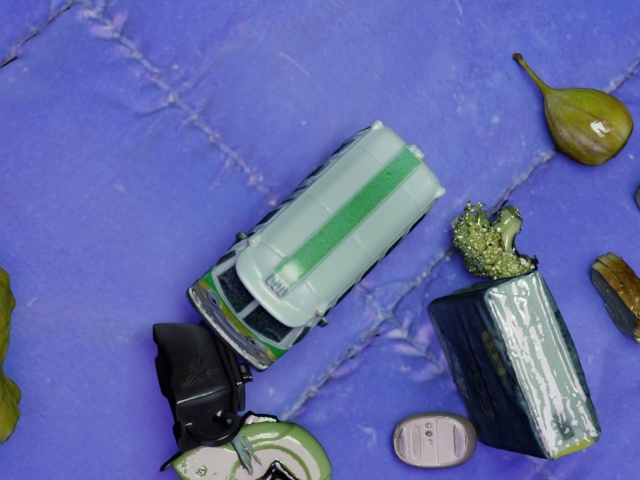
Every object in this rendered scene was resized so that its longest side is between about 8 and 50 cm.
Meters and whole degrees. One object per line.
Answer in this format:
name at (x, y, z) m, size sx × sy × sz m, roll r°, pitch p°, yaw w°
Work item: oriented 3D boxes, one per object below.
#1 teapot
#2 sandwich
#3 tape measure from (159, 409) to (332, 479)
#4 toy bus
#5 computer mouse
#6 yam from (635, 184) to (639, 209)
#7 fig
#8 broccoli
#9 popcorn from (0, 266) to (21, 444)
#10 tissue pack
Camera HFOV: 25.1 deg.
teapot at (-0.123, 0.152, 1.569) m, size 0.096 × 0.087 × 0.177 m, roll -11°, pitch 45°, yaw -13°
sandwich at (0.352, 0.067, 1.667) m, size 0.036 × 0.093 × 0.105 m, roll -30°, pitch 58°, yaw -7°
tape measure at (-0.062, 0.270, 1.593) m, size 0.154 × 0.087 × 0.177 m, roll -40°, pitch 95°, yaw -8°
toy bus at (0.000, 0.000, 1.557) m, size 0.133 × 0.165 × 0.276 m, roll 46°, pitch 66°, yaw -1°
computer mouse at (0.131, 0.228, 1.645) m, size 0.096 × 0.039 × 0.066 m, roll -3°, pitch 87°, yaw 7°
yam at (0.436, -0.072, 1.681) m, size 0.127 × 0.084 × 0.084 m, roll -38°, pitch 92°, yaw -11°
fig at (0.283, -0.145, 1.678) m, size 0.166 × 0.093 × 0.093 m, roll 25°, pitch 83°, yaw 23°
broccoli at (0.203, 0.004, 1.645) m, size 0.097 × 0.095 × 0.092 m, roll 41°, pitch 94°, yaw 26°
popcorn at (-0.423, 0.118, 1.490) m, size 0.276 × 0.225 × 0.276 m, roll 1°, pitch 87°, yaw -19°
tissue pack at (0.206, 0.133, 1.549) m, size 0.081 × 0.257 × 0.185 m, roll -20°, pitch 88°, yaw -10°
